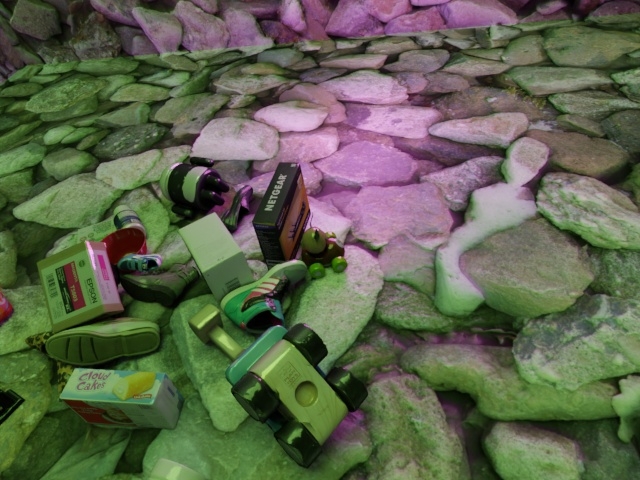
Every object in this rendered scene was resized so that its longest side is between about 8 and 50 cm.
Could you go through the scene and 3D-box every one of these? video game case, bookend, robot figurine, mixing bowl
[{"bbox_3d":[-0.882,-0.019,1.783,0.157,0.019,0.143,-19,46,-7],"label":"video game case"},{"bbox_3d":[-0.944,0.457,1.239,0.073,0.156,0.157,17,51,26],"label":"bookend"},{"bbox_3d":[-0.504,-0.215,1.797,0.279,0.173,0.209,13,40,23],"label":"robot figurine"},{"bbox_3d":[-0.701,0.049,1.626,0.182,0.098,0.181,-6,46,6],"label":"mixing bowl"}]

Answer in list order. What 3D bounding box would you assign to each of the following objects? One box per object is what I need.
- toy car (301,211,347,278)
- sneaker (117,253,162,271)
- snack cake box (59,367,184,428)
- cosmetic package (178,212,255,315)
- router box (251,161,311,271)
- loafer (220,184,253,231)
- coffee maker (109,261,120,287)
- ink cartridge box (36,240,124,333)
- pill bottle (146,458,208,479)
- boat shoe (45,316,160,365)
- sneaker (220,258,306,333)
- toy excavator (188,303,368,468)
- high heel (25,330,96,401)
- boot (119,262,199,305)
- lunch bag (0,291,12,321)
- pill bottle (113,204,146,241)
[{"bbox_3d":[0.000,0.000,1.473,0.149,0.188,0.155,-16,46,-4],"label":"toy car"},{"bbox_3d":[-0.611,0.078,1.527,0.144,0.053,0.059,-9,26,-17],"label":"sneaker"},{"bbox_3d":[-0.519,0.420,1.195,0.265,0.152,0.089,0,46,10],"label":"snack cake box"},{"bbox_3d":[-0.320,0.073,1.440,0.138,0.224,0.224,-30,49,-17],"label":"cosmetic package"},{"bbox_3d":[-0.123,-0.079,1.538,0.081,0.242,0.308,4,48,15],"label":"router box"},{"bbox_3d":[-0.306,-0.123,1.737,0.078,0.076,0.223,13,55,15],"label":"loafer"},{"bbox_3d":[-0.772,0.131,1.488,0.178,0.120,0.171,-27,81,12],"label":"coffee maker"},{"bbox_3d":[-0.733,0.141,1.374,0.194,0.088,0.234,-23,79,12],"label":"ink cartridge box"},{"bbox_3d":[-0.360,0.632,0.952,0.161,0.160,0.283,8,49,19],"label":"pill bottle"},{"bbox_3d":[-0.641,0.294,1.350,0.303,0.113,0.103,1,19,-20],"label":"boat shoe"},{"bbox_3d":[-0.138,0.181,1.370,0.296,0.123,0.178,-30,49,-17],"label":"sneaker"},{"bbox_3d":[-0.160,0.338,1.178,0.433,0.445,0.222,49,62,-4],"label":"toy excavator"},{"bbox_3d":[-0.803,0.369,1.335,0.262,0.093,0.186,9,42,8],"label":"high heel"},{"bbox_3d":[-0.546,0.135,1.545,0.247,0.083,0.161,10,36,22],"label":"boot"},{"bbox_3d":[-1.225,0.229,1.540,0.293,0.120,0.258,14,50,24],"label":"lunch bag"},{"bbox_3d":[-0.748,-0.066,1.750,0.094,0.094,0.169,-29,47,-16],"label":"pill bottle"}]
